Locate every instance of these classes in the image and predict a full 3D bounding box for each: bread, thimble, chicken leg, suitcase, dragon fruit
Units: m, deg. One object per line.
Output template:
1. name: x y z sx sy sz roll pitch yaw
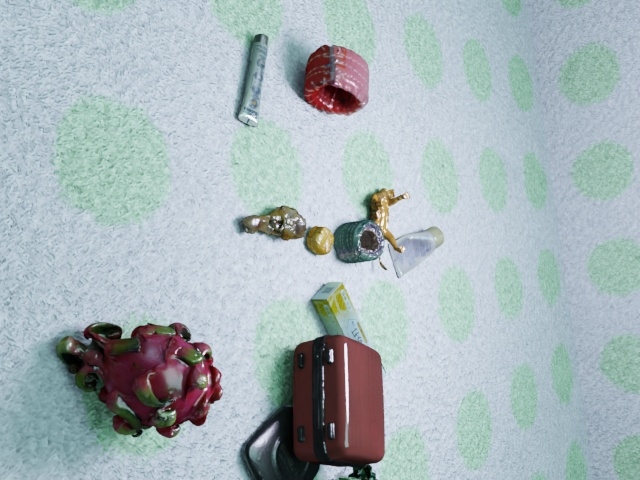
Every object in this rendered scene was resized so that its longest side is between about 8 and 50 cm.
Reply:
1. bread: 0.000 0.000 1.784 0.083 0.046 0.081 -11 97 -53
2. thimble: 0.109 0.002 1.884 0.135 0.090 0.119 -8 87 -49
3. chicken leg: -0.115 -0.043 1.644 0.197 0.069 0.085 -2 109 -45
4. suitcase: 0.046 0.391 1.640 0.236 0.161 0.297 33 49 -50
5. dragon fruit: -0.318 0.242 1.238 0.218 0.272 0.198 -59 164 -11
6. thimble: 0.044 -0.425 1.824 0.189 0.163 0.125 30 60 -52

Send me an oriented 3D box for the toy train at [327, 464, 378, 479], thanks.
1. toy train: 0.093 0.708 1.719 0.154 0.115 0.270 -6 94 -52

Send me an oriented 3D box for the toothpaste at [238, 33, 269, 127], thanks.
1. toothpaste: -0.161 -0.395 1.665 0.062 0.039 0.239 22 69 -43

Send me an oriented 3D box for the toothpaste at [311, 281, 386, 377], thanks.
1. toothpaste: 0.077 0.262 1.816 0.089 0.071 0.313 -44 117 -41

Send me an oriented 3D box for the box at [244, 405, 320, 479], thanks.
1. box: -0.083 0.512 1.588 0.201 0.042 0.213 -41 115 -49

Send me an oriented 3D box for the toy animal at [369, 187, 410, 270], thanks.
1. toy animal: 0.179 -0.041 1.990 0.114 0.116 0.255 12 78 -25

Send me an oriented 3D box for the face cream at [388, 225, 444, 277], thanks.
1. face cream: 0.298 0.024 2.148 0.224 0.070 0.114 -28 105 -37
